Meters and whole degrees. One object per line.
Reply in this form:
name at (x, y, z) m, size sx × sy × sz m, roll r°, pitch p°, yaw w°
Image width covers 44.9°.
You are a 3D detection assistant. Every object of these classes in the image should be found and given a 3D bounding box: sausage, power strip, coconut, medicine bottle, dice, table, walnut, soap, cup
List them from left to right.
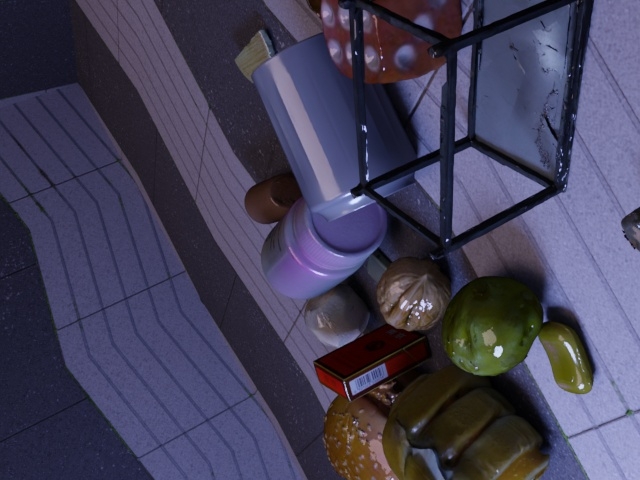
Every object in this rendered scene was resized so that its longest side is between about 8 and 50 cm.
sausage at (-0.114, -0.115, 2.105) m, size 0.123 × 0.123 × 0.253 m, roll 66°, pitch 156°, yaw -5°
medicine bottle at (0.000, 0.000, 1.846) m, size 0.219 × 0.219 × 0.388 m, roll 61°, pitch 158°, yaw 7°
coconut at (0.046, 0.205, 2.041) m, size 0.162 × 0.161 × 0.161 m, roll 50°, pitch 162°, yaw -19°
cup at (0.037, -0.224, 1.566) m, size 0.323 × 0.236 × 0.327 m, roll -43°, pitch -72°, yaw -83°
dice at (0.113, -0.369, 1.281) m, size 0.175 × 0.179 × 0.174 m, roll 37°, pitch 146°, yaw 51°
power strip at (0.162, 0.087, 1.835) m, size 0.169 × 0.028 × 0.076 m, roll 46°, pitch 151°, yaw 33°
walnut at (0.198, 0.111, 1.629) m, size 0.155 × 0.155 × 0.184 m, roll 54°, pitch 153°, yaw 23°
table at (0.204, -0.200, 1.135) m, size 0.222 × 0.272 × 0.335 m, roll 42°, pitch 148°, yaw 43°
soap at (0.430, 0.204, 1.356) m, size 0.140 × 0.045 × 0.089 m, roll 67°, pitch 160°, yaw -8°

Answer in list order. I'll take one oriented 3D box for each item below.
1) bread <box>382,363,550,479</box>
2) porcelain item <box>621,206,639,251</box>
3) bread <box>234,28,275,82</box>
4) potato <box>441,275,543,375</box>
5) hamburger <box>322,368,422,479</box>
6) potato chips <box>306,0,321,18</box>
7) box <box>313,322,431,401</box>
bread at (0.269, 0.421, 1.605) m, size 0.300 × 0.210 × 0.341 m, roll -50°, pitch 53°, yaw 22°
porcelain item at (0.476, -0.055, 0.979) m, size 0.081 × 0.069 × 0.216 m, roll 60°, pitch 153°, yaw 21°
bread at (-0.149, -0.447, 1.946) m, size 0.112 × 0.036 × 0.193 m, roll 60°, pitch 154°, yaw -3°
potato at (0.310, 0.155, 1.406) m, size 0.253 × 0.148 × 0.186 m, roll -137°, pitch 58°, yaw -84°
hamburger at (0.152, 0.451, 1.950) m, size 0.445 × 0.268 × 0.287 m, roll -14°, pitch 97°, yaw 68°
potato chips at (0.031, -0.503, 1.464) m, size 0.195 × 0.062 × 0.208 m, roll 47°, pitch 151°, yaw 23°
box at (0.123, 0.284, 1.848) m, size 0.153 × 0.239 × 0.074 m, roll 10°, pitch 120°, yaw 62°
